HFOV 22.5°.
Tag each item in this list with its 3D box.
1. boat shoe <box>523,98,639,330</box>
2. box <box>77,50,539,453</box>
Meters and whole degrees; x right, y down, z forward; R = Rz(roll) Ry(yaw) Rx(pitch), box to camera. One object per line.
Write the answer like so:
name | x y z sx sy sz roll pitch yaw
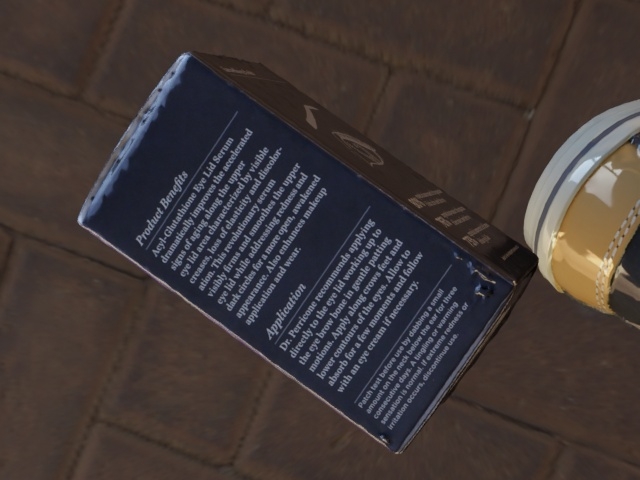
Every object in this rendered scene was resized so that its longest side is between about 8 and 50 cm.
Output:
boat shoe | 0.360 -0.027 1.077 0.156 0.500 0.187 45 133 37
box | 0.000 0.000 0.858 0.207 0.153 0.108 35 100 8
